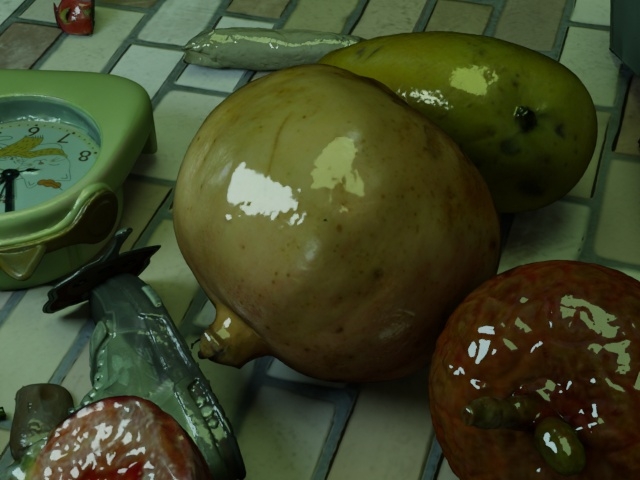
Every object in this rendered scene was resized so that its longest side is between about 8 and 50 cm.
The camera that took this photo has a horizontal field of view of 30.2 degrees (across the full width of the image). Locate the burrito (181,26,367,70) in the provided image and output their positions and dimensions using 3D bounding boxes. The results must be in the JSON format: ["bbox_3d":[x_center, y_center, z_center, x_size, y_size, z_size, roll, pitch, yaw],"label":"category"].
[{"bbox_3d":[-0.054,-0.264,1.638,0.275,0.059,0.082,4,27,8],"label":"burrito"}]

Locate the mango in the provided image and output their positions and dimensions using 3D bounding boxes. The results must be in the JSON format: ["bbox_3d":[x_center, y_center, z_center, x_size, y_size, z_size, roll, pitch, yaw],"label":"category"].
[{"bbox_3d":[0.142,-0.149,1.373,0.364,0.253,0.182,22,89,35],"label":"mango"}]

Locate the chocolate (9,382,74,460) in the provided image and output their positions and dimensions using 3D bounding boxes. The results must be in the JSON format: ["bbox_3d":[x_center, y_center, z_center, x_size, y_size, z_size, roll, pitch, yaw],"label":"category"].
[{"bbox_3d":[-0.275,0.174,1.174,0.064,0.031,0.101,-3,40,-7],"label":"chocolate"}]

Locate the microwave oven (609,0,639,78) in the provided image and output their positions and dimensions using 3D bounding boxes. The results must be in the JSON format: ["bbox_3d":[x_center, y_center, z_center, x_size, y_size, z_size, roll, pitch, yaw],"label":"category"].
[{"bbox_3d":[0.570,-0.329,1.501,0.354,0.219,0.286,-4,22,2],"label":"microwave oven"}]

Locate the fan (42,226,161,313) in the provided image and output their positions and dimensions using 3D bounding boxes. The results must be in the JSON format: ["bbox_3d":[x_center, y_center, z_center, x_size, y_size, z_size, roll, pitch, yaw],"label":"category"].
[{"bbox_3d":[-0.220,0.027,1.221,0.132,0.220,0.009,-24,80,-26],"label":"fan"}]

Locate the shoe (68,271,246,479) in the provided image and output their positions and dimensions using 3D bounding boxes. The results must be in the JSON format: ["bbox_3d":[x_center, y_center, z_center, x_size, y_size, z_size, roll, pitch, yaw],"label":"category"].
[{"bbox_3d":[-0.196,0.147,1.140,0.149,0.109,0.293,-23,45,-21],"label":"shoe"}]

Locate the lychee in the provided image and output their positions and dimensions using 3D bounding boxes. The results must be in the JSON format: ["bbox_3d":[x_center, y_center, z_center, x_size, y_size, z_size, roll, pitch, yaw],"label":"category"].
[{"bbox_3d":[0.217,0.135,1.026,0.255,0.300,0.255,-4,80,24],"label":"lychee"}]

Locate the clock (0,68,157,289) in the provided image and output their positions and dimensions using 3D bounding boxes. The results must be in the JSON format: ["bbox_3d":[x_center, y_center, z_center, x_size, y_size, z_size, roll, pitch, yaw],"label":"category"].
[{"bbox_3d":[-0.358,-0.064,1.385,0.286,0.117,0.348,3,43,6],"label":"clock"}]

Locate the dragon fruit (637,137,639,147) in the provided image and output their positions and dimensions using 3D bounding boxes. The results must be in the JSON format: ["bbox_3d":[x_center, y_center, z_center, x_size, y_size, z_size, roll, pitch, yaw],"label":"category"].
[{"bbox_3d":[0.462,-0.096,1.369,0.161,0.126,0.274,1,42,5],"label":"dragon fruit"}]

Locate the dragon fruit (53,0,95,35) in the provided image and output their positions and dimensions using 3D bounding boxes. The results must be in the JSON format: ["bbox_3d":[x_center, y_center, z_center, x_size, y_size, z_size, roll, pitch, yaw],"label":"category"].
[{"bbox_3d":[-0.362,-0.341,1.744,0.060,0.056,0.083,-4,43,-2],"label":"dragon fruit"}]

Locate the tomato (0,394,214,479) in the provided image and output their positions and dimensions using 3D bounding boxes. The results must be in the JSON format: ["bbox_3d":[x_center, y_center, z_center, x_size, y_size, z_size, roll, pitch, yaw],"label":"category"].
[{"bbox_3d":[-0.163,0.291,0.936,0.308,0.170,0.309,-17,57,29],"label":"tomato"}]

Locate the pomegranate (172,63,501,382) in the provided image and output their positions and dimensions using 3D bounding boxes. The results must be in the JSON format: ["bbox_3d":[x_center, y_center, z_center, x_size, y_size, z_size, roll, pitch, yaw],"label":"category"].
[{"bbox_3d":[0.000,0.000,1.165,0.338,0.338,0.338,-2,41,1],"label":"pomegranate"}]

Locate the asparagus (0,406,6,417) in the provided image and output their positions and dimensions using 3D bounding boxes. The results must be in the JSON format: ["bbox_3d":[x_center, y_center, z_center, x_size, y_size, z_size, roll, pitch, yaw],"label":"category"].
[{"bbox_3d":[-0.396,0.186,1.180,0.162,0.016,0.016,-9,68,-7],"label":"asparagus"}]
